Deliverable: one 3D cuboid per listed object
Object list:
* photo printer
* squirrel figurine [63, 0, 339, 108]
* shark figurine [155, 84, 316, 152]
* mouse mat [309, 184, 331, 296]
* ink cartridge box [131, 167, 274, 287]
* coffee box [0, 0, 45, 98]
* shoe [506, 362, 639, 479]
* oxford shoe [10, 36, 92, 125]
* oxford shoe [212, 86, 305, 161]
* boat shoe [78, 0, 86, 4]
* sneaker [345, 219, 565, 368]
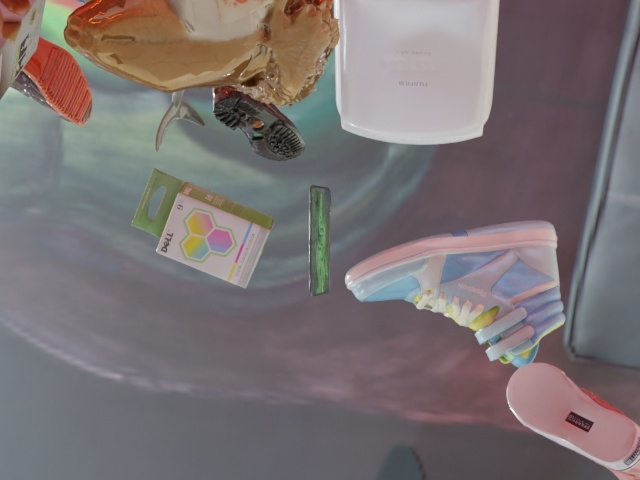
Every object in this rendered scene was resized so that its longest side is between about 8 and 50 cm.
[{"bbox_3d":[0.148,-0.288,2.009,0.107,0.255,0.308,-79,-9,-50],"label":"photo printer"},{"bbox_3d":[-0.173,-0.324,1.515,0.370,0.397,0.281,34,95,45],"label":"squirrel figurine"},{"bbox_3d":[-0.163,-0.237,1.872,0.166,0.278,0.116,59,-144,-21],"label":"shark figurine"},{"bbox_3d":[0.000,0.000,2.211,0.152,0.007,0.190,-4,-85,-77],"label":"mouse mat"},{"bbox_3d":[-0.189,-0.019,1.990,0.062,0.209,0.109,-73,7,-69],"label":"ink cartridge box"},{"bbox_3d":[-0.411,-0.196,1.366,0.098,0.141,0.247,116,175,-46],"label":"coffee box"},{"bbox_3d":[0.253,0.179,1.200,0.063,0.081,0.178,-54,35,-4],"label":"shoe"},{"bbox_3d":[-0.483,-0.286,2.112,0.271,0.098,0.097,49,-132,-42],"label":"oxford shoe"},{"bbox_3d":[-0.095,-0.206,2.056,0.227,0.082,0.096,43,-152,-50],"label":"oxford shoe"},{"bbox_3d":[-0.298,-0.378,1.769,0.109,0.258,0.089,110,-174,-47],"label":"boat shoe"},{"bbox_3d":[0.206,0.096,1.816,0.127,0.318,0.208,108,150,-77],"label":"sneaker"}]
